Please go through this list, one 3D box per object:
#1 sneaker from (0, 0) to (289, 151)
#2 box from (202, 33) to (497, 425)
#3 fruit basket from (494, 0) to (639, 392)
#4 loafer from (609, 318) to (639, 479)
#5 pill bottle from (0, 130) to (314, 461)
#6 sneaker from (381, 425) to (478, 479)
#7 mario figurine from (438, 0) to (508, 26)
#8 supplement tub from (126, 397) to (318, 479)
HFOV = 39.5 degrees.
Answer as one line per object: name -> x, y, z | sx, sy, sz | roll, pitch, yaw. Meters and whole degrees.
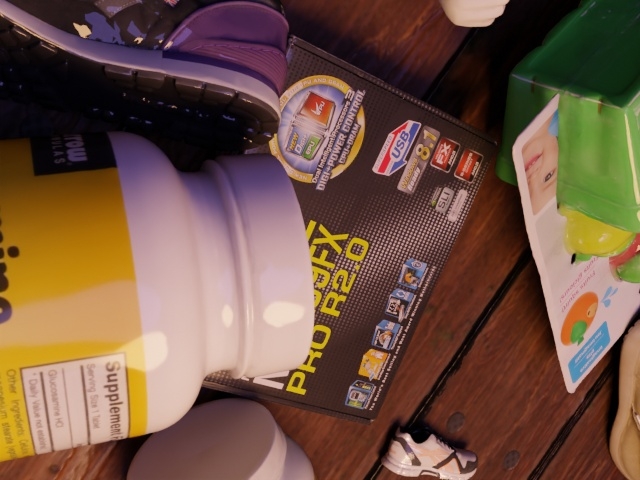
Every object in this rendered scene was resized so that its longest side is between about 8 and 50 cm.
sneaker -> -0.156, -0.155, 0.577 | 0.283, 0.107, 0.124 | 15, 67, -23
box -> 0.000, 0.000, 0.718 | 0.216, 0.060, 0.270 | 21, 95, -33
fruit basket -> 0.305, -0.063, 0.802 | 0.327, 0.165, 0.353 | -45, 131, -19
loafer -> 0.375, 0.192, 0.955 | 0.102, 0.092, 0.268 | -32, 130, -16
pill bottle -> -0.183, 0.033, 0.527 | 0.334, 0.188, 0.187 | -8, 110, -17
sneaker -> 0.112, 0.205, 0.859 | 0.109, 0.040, 0.043 | 12, 98, -32
mario figurine -> 0.130, -0.217, 0.562 | 0.170, 0.320, 0.198 | 16, 99, -31
supplement tub -> -0.058, 0.242, 0.715 | 0.144, 0.144, 0.199 | -30, 118, -17
